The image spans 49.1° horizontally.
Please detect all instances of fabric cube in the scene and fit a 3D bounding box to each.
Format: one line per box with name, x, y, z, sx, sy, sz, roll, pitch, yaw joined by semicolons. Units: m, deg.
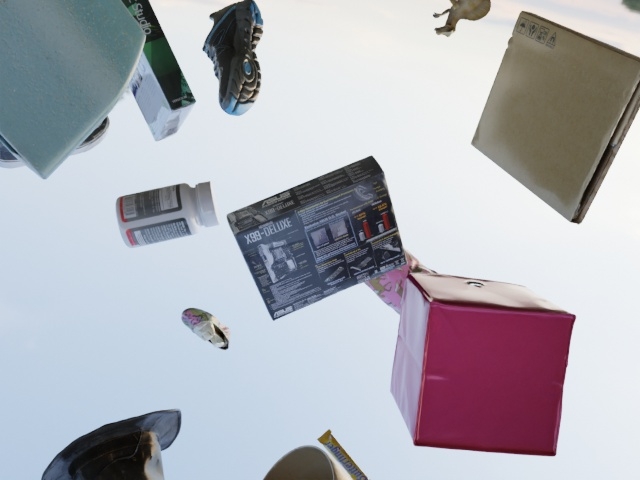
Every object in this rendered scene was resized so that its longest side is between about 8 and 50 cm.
fabric cube;0.281;0.214;1.279;0.254;0.259;0.258;6;-174;-2

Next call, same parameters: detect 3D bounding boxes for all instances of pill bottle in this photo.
pill bottle;-0.450;-0.082;2.091;0.283;0.161;0.161;-12;-153;-2

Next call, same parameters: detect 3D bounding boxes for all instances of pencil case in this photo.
pencil case;0.163;0.050;1.860;0.386;0.160;0.167;41;-172;-22

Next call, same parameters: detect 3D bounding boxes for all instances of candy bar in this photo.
candy bar;0.058;0.524;1.670;0.161;0.040;0.018;47;179;20

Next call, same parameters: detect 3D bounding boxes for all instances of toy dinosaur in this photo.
toy dinosaur;0.247;-0.400;1.143;0.093;0.183;0.053;49;-177;26

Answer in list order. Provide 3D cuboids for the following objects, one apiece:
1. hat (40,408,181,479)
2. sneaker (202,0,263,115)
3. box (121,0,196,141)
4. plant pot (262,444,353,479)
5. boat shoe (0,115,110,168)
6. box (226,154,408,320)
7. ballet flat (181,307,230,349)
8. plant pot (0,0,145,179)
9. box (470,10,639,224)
hat;-0.404;0.484;1.454;0.331;0.331;0.134;-13;-125;-42
sneaker;-0.232;-0.465;1.815;0.139;0.125;0.341;-5;-117;20
box;-0.347;-0.369;1.342;0.058;0.322;0.232;-28;-176;-21
plant pot;-0.004;0.617;1.519;0.191;0.284;0.284;37;-167;-27
boat shoe;-0.639;-0.268;1.679;0.306;0.105;0.113;-22;-106;-37
box;0.000;0.000;1.376;0.307;0.243;0.077;-23;-141;-3
ballet flat;-0.319;0.262;2.018;0.221;0.076;0.079;49;-168;-55
plant pot;-0.399;-0.274;0.991;0.252;0.247;0.247;-44;-148;-15
box;0.241;-0.136;0.737;0.021;0.165;0.201;4;-152;-25
